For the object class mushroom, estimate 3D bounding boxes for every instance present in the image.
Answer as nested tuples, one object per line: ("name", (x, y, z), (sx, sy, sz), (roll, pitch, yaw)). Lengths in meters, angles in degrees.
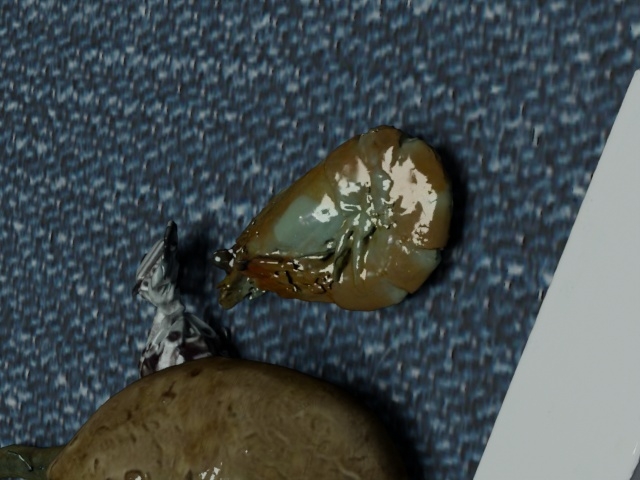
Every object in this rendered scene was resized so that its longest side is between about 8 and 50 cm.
("mushroom", (-0.048, 0.110, 0.971), (0.209, 0.072, 0.094), (10, 71, 21))

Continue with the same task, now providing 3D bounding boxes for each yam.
("yam", (-0.185, 0.144, 1.183), (0.234, 0.029, 0.027), (-9, 95, 46))

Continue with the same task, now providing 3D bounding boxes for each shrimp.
("shrimp", (0.000, 0.000, 0.984), (0.184, 0.043, 0.091), (-22, 78, 43))

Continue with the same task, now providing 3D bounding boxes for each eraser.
("eraser", (0.136, 0.076, 0.821), (0.078, 0.076, 0.298), (35, 115, 39))

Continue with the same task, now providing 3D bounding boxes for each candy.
("candy", (-0.079, 0.103, 1.059), (0.094, 0.051, 0.226), (-18, 77, 47))
